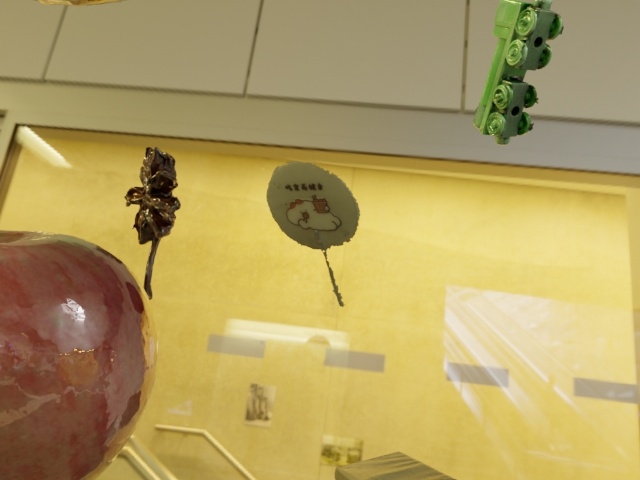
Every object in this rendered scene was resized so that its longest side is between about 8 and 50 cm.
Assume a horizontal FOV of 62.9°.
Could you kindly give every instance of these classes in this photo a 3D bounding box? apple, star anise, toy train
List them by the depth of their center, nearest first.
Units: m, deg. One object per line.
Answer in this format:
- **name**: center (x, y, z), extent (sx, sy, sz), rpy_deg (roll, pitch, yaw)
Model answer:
- **apple**: center (-0.338, 0.128, 0.516), extent (0.345, 0.269, 0.345), rpy_deg (1, 7, 0)
- **star anise**: center (-0.281, -0.043, 0.871), extent (0.073, 0.233, 0.177), rpy_deg (9, 24, -36)
- **toy train**: center (0.339, -0.300, 0.933), extent (0.085, 0.251, 0.119), rpy_deg (-2, 31, -22)

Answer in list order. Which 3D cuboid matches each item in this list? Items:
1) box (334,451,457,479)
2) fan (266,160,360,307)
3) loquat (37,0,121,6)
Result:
- **box**: center (0.134, 0.488, 0.932), extent (0.156, 0.148, 0.231), rpy_deg (-6, -10, -17)
- **fan**: center (0.000, 0.000, 0.991), extent (0.191, 0.009, 0.328), rpy_deg (1, -57, 28)
- **loquat**: center (-0.154, -0.307, 0.328), extent (0.359, 0.328, 0.328), rpy_deg (41, -6, 21)
